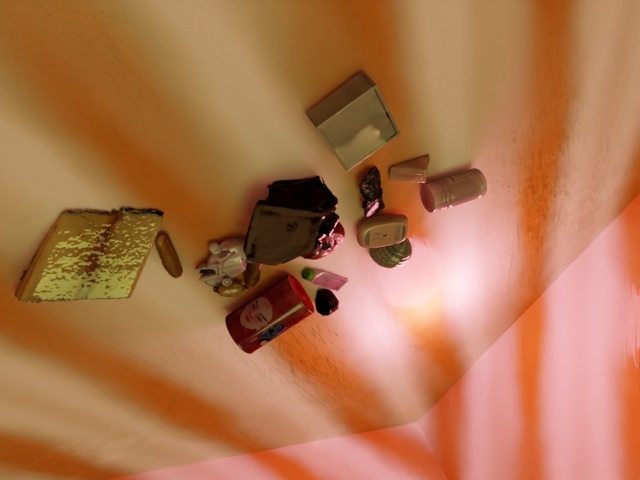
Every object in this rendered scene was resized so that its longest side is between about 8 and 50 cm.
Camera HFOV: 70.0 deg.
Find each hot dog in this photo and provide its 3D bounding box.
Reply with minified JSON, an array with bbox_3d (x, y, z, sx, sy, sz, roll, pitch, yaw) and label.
[{"bbox_3d":[-0.553,0.058,1.650,0.047,0.066,0.215,14,141,18],"label":"hot dog"}]

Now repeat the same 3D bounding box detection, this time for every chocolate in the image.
[{"bbox_3d":[0.033,0.288,2.170,0.080,0.125,0.149,-17,175,-26],"label":"chocolate"}]

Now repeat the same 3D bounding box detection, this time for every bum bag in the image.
[{"bbox_3d":[0.203,-0.181,1.803,0.102,0.069,0.248,-54,145,-26],"label":"bum bag"}]

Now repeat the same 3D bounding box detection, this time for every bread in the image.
[{"bbox_3d":[0.353,-0.287,1.815,0.152,0.105,0.077,6,137,9],"label":"bread"},{"bbox_3d":[-0.774,0.043,1.538,0.346,0.242,0.404,17,89,-34],"label":"bread"}]

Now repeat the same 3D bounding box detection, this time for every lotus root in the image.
[{"bbox_3d":[-0.364,0.202,1.882,0.152,0.063,0.072,-4,159,-13],"label":"lotus root"}]

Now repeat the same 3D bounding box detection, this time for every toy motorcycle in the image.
[{"bbox_3d":[-0.364,0.069,1.734,0.260,0.110,0.171,-29,117,14],"label":"toy motorcycle"}]

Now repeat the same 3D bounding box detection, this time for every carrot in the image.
[{"bbox_3d":[-0.261,0.082,1.816,0.070,0.070,0.260,-4,133,-25],"label":"carrot"}]

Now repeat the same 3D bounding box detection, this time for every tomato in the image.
[{"bbox_3d":[0.001,0.001,1.858,0.228,0.101,0.228,-18,139,-16],"label":"tomato"}]

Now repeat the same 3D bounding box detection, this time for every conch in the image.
[{"bbox_3d":[0.326,0.066,2.072,0.172,0.131,0.200,0,131,-29],"label":"conch"}]

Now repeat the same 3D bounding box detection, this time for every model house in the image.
[{"bbox_3d":[-0.077,-0.065,1.646,0.282,0.297,0.317,-49,160,-55],"label":"model house"}]

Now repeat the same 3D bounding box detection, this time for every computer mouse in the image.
[{"bbox_3d":[0.264,-0.042,1.958,0.237,0.082,0.145,-12,125,-13],"label":"computer mouse"}]

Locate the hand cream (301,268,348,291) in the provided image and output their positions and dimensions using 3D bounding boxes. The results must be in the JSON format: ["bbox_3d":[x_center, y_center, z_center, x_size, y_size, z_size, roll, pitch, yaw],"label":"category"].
[{"bbox_3d":[0.023,0.179,2.095,0.079,0.050,0.275,-23,152,34],"label":"hand cream"}]

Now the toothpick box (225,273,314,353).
[{"bbox_3d":[-0.217,0.318,1.978,0.333,0.204,0.204,-35,138,7],"label":"toothpick box"}]

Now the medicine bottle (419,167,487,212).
[{"bbox_3d":[0.557,-0.209,1.919,0.250,0.133,0.133,-19,138,-12],"label":"medicine bottle"}]

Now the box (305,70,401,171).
[{"bbox_3d":[0.108,-0.390,1.508,0.225,0.117,0.225,-34,138,8],"label":"box"}]
